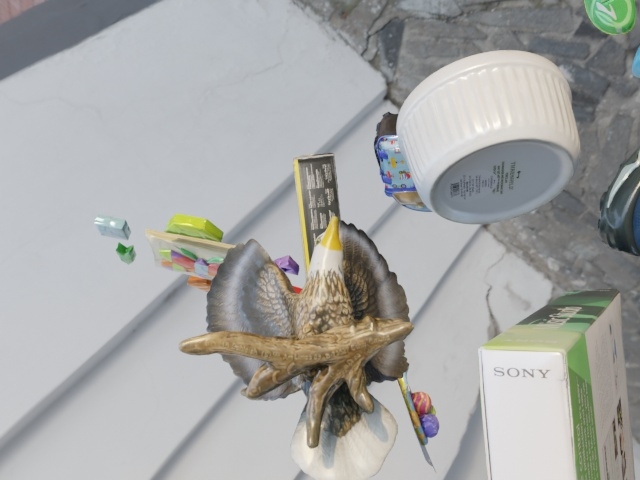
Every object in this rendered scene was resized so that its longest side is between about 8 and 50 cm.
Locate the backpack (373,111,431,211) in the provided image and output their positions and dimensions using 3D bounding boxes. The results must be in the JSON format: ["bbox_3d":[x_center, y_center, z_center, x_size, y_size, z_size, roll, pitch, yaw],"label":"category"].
[{"bbox_3d":[0.171,-0.115,0.948,0.158,0.117,0.173,1,131,13],"label":"backpack"}]

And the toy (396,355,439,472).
[{"bbox_3d":[0.198,0.332,1.171,0.137,0.056,0.237,57,-172,-53],"label":"toy"}]

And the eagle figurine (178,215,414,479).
[{"bbox_3d":[-0.003,0.080,0.621,0.226,0.225,0.298,38,179,-9],"label":"eagle figurine"}]

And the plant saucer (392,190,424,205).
[{"bbox_3d":[0.145,-0.060,0.833,0.083,0.083,0.015,0,88,47],"label":"plant saucer"}]

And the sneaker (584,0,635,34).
[{"bbox_3d":[0.679,-0.636,1.376,0.109,0.123,0.295,-12,100,25],"label":"sneaker"}]

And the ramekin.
[{"bbox_3d":[0.199,-0.107,0.681,0.207,0.109,0.207,-4,150,-2],"label":"ramekin"}]

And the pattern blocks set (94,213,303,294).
[{"bbox_3d":[-0.193,0.035,0.958,0.325,0.026,0.285,8,155,9],"label":"pattern blocks set"}]

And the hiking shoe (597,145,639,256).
[{"bbox_3d":[0.408,-0.069,0.526,0.113,0.304,0.132,57,-175,-29],"label":"hiking shoe"}]

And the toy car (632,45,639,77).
[{"bbox_3d":[0.693,-0.380,0.969,0.219,0.210,0.238,32,138,37],"label":"toy car"}]

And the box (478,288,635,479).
[{"bbox_3d":[0.208,0.170,0.466,0.058,0.322,0.232,-5,89,31],"label":"box"}]

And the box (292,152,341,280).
[{"bbox_3d":[0.000,0.000,1.113,0.257,0.079,0.322,-97,1,-83],"label":"box"}]
